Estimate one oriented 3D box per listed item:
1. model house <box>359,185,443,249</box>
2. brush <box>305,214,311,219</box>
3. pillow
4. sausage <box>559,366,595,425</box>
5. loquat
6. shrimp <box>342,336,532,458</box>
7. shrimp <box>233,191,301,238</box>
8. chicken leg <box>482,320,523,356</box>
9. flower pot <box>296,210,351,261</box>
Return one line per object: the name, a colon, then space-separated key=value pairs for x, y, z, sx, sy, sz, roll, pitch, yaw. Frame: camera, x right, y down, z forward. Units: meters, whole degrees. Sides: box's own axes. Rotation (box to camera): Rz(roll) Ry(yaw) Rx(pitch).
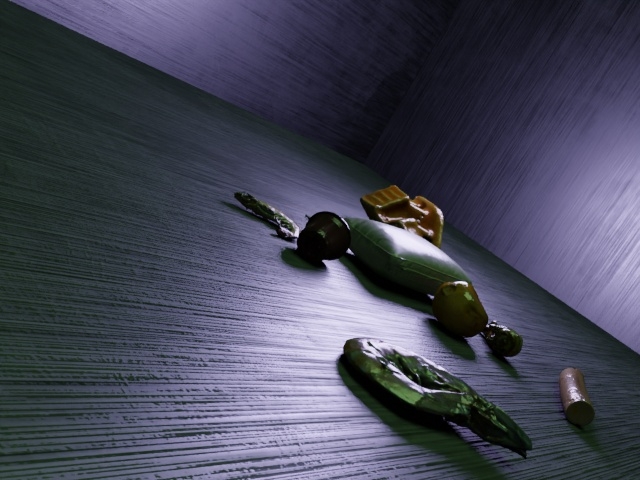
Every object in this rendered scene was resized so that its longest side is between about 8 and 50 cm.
model house: x=0.253 y=-0.071 z=2.201 sx=0.239 sy=0.173 sz=0.268 roll=26 pitch=10 yaw=-26
brush: x=-0.005 y=-0.047 z=1.868 sx=0.083 sy=0.008 sz=0.024 roll=30 pitch=15 yaw=-8
pillow: x=0.214 y=0.046 z=1.760 sx=0.322 sy=0.120 sz=0.255 roll=18 pitch=15 yaw=-38
sausage: x=0.570 y=0.340 z=1.572 sx=0.065 sy=0.066 sz=0.301 roll=33 pitch=11 yaw=11
loquat: x=0.319 y=0.158 z=1.590 sx=0.137 sy=0.113 sz=0.137 roll=43 pitch=-6 yaw=6
shrimp: x=0.168 y=0.232 z=1.039 sx=0.316 sy=0.062 sz=0.164 roll=30 pitch=15 yaw=15
shrimp: x=-0.115 y=-0.048 z=1.559 sx=0.178 sy=0.034 sz=0.124 roll=30 pitch=17 yaw=-27
chicken leg: x=0.417 y=0.223 z=1.667 sx=0.093 sy=0.070 sz=0.178 roll=46 pitch=1 yaw=-12
flower pot: x=0.000 y=0.000 z=1.489 sx=0.111 sy=0.111 sz=0.089 roll=33 pitch=24 yaw=11
